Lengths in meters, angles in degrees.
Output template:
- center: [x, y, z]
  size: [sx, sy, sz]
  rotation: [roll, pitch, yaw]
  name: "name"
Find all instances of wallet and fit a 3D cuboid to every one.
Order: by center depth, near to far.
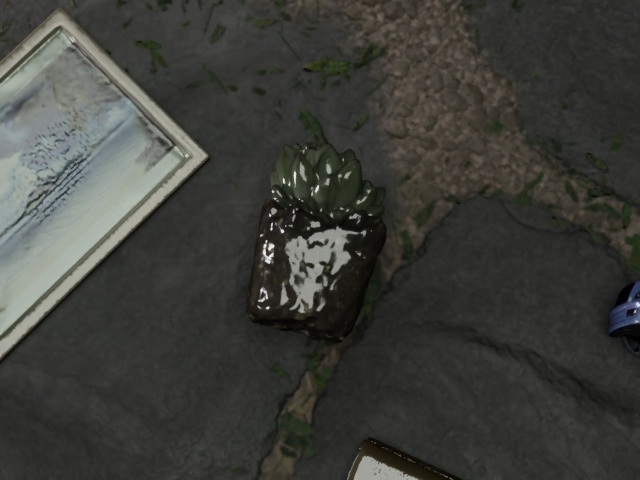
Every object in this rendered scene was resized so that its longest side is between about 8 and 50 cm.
- center: [0.114, 0.288, 1.580]
  size: [0.198, 0.031, 0.110]
  rotation: [24, 81, 1]
  name: "wallet"

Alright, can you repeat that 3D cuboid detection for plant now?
- center: [0.000, 0.000, 1.574]
  size: [0.132, 0.129, 0.194]
  rotation: [14, 84, -3]
  name: "plant"

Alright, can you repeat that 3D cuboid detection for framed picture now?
- center: [-0.305, -0.059, 1.620]
  size: [0.232, 0.024, 0.315]
  rotation: [44, 82, 3]
  name: "framed picture"

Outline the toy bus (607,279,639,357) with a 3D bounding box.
- center: [0.445, 0.059, 1.588]
  size: [0.292, 0.125, 0.133]
  rotation: [5, 79, -3]
  name: "toy bus"
